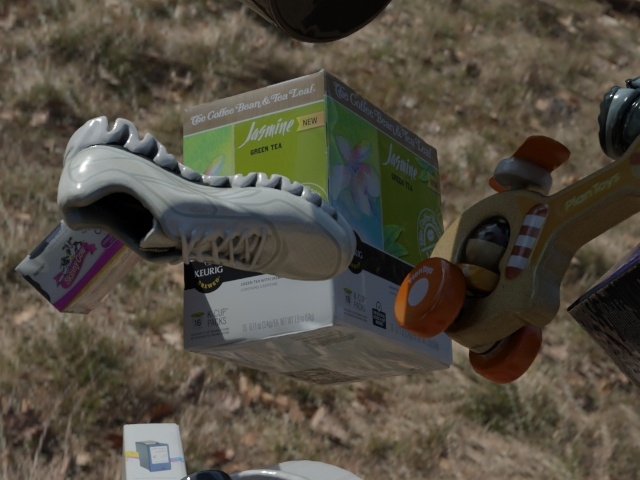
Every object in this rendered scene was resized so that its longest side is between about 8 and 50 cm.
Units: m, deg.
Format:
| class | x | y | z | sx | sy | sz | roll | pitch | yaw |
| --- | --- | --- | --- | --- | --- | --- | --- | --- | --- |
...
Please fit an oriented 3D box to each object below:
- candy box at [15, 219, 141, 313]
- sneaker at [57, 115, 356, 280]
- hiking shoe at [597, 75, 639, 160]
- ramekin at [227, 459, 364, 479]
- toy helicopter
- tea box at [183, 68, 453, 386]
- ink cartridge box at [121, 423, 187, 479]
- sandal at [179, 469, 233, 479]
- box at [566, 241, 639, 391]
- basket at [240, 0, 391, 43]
| class | x | y | z | sx | sy | sz | roll | pitch | yaw |
| --- | --- | --- | --- | --- | --- | --- | --- | --- | --- |
| candy box | -0.248 | 0.005 | 1.398 | 0.071 | 0.233 | 0.159 | 43 | 85 | 1 |
| sneaker | -0.109 | -0.013 | 1.161 | 0.292 | 0.110 | 0.118 | 18 | 33 | -8 |
| hiking shoe | 0.437 | -0.147 | 1.290 | 0.304 | 0.113 | 0.132 | -31 | 40 | -19 |
| ramekin | -0.030 | 0.372 | 1.333 | 0.277 | 0.277 | 0.135 | 37 | 15 | 16 |
| toy helicopter | 0.236 | -0.025 | 1.237 | 0.140 | 0.355 | 0.235 | 32 | 47 | -25 |
| tea box | 0.000 | 0.000 | 1.600 | 0.329 | 0.220 | 0.323 | 24 | 58 | -57 |
| ink cartridge box | -0.251 | 0.394 | 1.851 | 0.093 | 0.154 | 0.212 | 2 | 23 | -10 |
| sandal | -0.114 | 0.330 | 1.211 | 0.097 | 0.254 | 0.054 | -18 | 44 | -17 |
| box | 0.262 | 0.021 | 0.772 | 0.153 | 0.207 | 0.108 | -40 | 82 | -9 |
| basket | -0.044 | -0.257 | 0.924 | 0.154 | 0.204 | 0.227 | -30 | 53 | -16 |
